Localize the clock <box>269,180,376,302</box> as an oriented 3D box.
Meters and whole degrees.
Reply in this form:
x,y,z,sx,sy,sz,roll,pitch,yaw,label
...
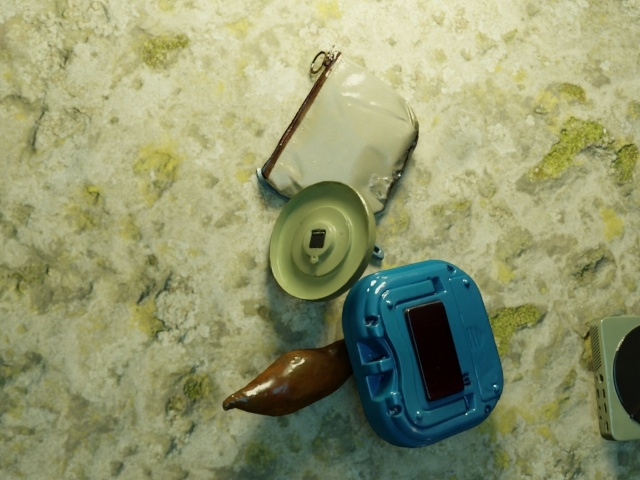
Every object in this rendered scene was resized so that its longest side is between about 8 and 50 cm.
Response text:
x,y,z,sx,sy,sz,roll,pitch,yaw,label
0.000,0.000,1.529,0.029,0.235,0.234,21,72,-49,clock

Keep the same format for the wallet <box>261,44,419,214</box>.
x,y,z,sx,sy,sz,roll,pitch,yaw,label
0.051,-0.204,1.655,0.275,0.068,0.335,30,78,-7,wallet

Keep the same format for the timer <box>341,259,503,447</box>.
x,y,z,sx,sy,sz,roll,pitch,yaw,label
0.203,0.212,1.568,0.309,0.115,0.340,-11,84,-33,timer

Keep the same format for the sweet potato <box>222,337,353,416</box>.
x,y,z,sx,sy,sz,roll,pitch,yaw,label
-0.032,0.255,1.526,0.359,0.112,0.112,-16,85,-37,sweet potato

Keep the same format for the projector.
x,y,z,sx,sy,sz,roll,pitch,yaw,label
0.703,0.289,1.741,0.259,0.079,0.257,0,80,-16,projector

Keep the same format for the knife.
x,y,z,sx,sy,sz,roll,pitch,yaw,label
0.001,-0.054,1.639,0.313,0.019,0.044,32,66,-8,knife
